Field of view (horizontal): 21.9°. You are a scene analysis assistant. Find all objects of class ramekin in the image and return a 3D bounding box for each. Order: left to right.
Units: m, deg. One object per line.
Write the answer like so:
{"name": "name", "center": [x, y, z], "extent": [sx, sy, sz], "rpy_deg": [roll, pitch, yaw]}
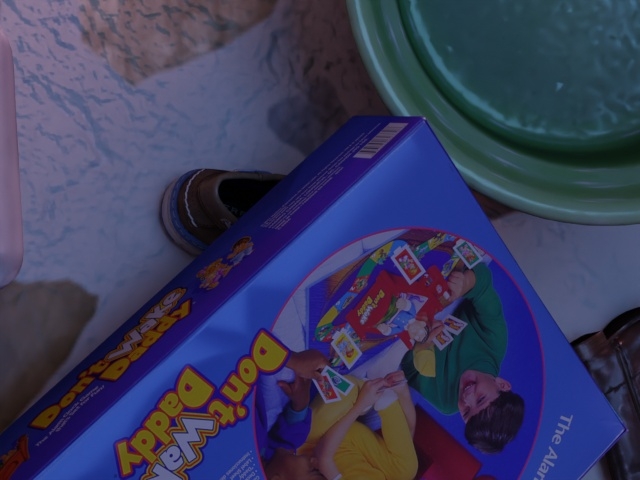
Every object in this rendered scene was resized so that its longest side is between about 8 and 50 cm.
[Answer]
{"name": "ramekin", "center": [0.162, -0.166, 0.981], "extent": [0.303, 0.148, 0.303], "rpy_deg": [0, 97, 1]}

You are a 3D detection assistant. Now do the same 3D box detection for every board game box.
{"name": "board game box", "center": [-0.020, 0.130, 0.889], "extent": [0.347, 0.078, 0.233], "rpy_deg": [-43, 112, -19]}

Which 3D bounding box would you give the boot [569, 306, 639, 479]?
{"name": "boot", "center": [0.221, 0.104, 1.096], "extent": [0.106, 0.037, 0.114], "rpy_deg": [-25, 91, -16]}

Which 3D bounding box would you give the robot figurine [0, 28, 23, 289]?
{"name": "robot figurine", "center": [-0.283, -0.023, 0.747], "extent": [0.300, 0.200, 0.353], "rpy_deg": [-7, 85, -1]}

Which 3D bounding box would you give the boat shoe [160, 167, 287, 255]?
{"name": "boat shoe", "center": [0.000, 0.000, 0.974], "extent": [0.183, 0.066, 0.066], "rpy_deg": [11, 77, -27]}
